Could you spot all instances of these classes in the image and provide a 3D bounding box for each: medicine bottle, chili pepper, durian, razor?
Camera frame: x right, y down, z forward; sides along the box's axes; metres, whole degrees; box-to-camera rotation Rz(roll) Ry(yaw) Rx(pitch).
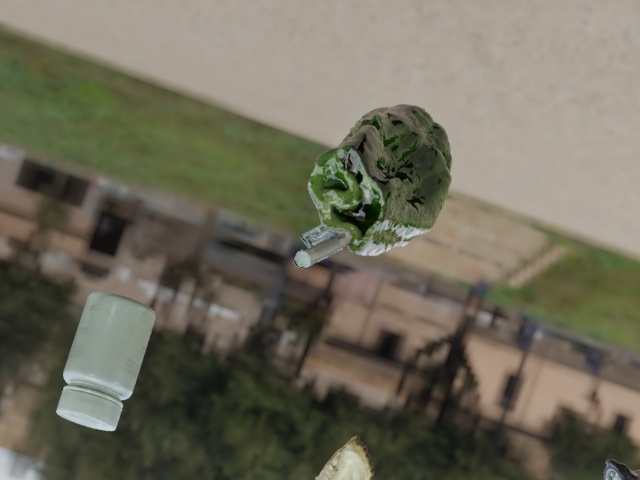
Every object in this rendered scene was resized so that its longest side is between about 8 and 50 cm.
[{"bbox_3d":[-0.140,0.078,1.254,0.047,0.083,0.047,16,164,5],"label":"medicine bottle"},{"bbox_3d":[0.048,-0.044,1.474,0.099,0.083,0.253,62,-165,-6],"label":"chili pepper"},{"bbox_3d":[0.019,0.267,2.074,0.052,0.130,0.066,34,-168,16],"label":"durian"},{"bbox_3d":[0.004,0.006,2.041,0.036,0.084,0.211,59,-165,-5],"label":"razor"}]

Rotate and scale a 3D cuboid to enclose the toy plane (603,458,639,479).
[{"bbox_3d":[0.257,0.172,1.328,0.169,0.078,0.246,-12,166,-22],"label":"toy plane"}]
